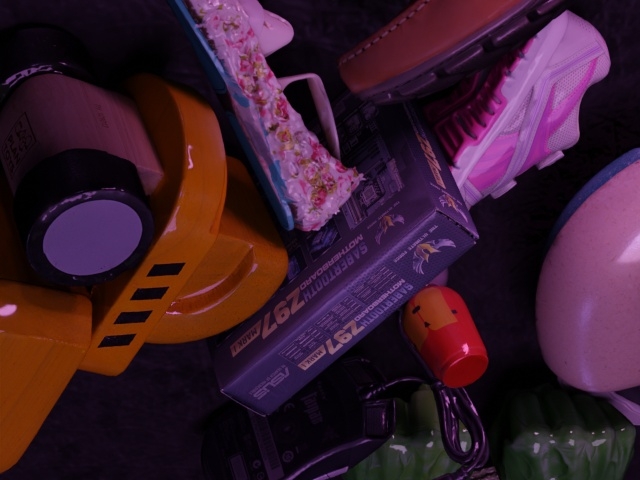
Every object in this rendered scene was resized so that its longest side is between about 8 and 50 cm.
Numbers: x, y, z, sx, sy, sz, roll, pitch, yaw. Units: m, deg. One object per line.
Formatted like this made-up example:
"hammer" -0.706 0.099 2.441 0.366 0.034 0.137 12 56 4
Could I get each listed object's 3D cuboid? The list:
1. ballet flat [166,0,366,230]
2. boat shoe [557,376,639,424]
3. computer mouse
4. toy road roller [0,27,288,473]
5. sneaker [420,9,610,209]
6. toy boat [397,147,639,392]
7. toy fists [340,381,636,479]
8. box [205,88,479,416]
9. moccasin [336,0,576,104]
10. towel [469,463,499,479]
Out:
"ballet flat" -0.043 -0.119 1.414 0.077 0.091 0.241 -30 109 -8
"boat shoe" 0.274 0.138 1.805 0.125 0.038 0.046 27 150 -31
"computer mouse" 0.030 0.190 1.685 0.262 0.184 0.060 -31 150 9
"toy road roller" -0.178 0.022 1.448 0.240 0.202 0.329 16 123 -36
"sneaker" 0.148 -0.084 1.521 0.111 0.103 0.252 18 124 -28
"toy boat" 0.208 0.026 1.627 0.318 0.148 0.267 -14 139 -18
"toy fists" 0.156 0.197 1.773 0.279 0.096 0.142 1 141 -4
"box" 0.000 0.000 1.494 0.232 0.183 0.059 -42 129 19
"moccasin" 0.152 -0.246 1.353 0.380 0.139 0.147 -44 85 17
"towel" 0.134 0.273 1.889 0.148 0.027 0.110 -18 134 -3
